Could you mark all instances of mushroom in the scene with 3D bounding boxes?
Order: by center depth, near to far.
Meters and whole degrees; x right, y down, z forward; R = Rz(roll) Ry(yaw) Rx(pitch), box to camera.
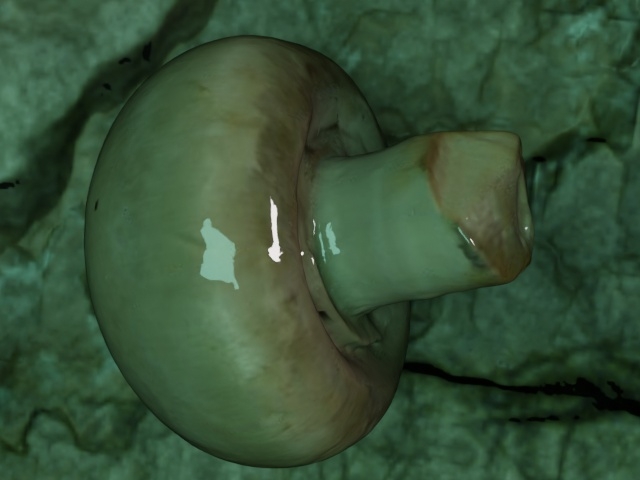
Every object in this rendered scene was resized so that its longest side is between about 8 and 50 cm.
[{"bbox_3d":[0.000,0.000,0.754,0.204,0.204,0.204,0,92,7],"label":"mushroom"}]
